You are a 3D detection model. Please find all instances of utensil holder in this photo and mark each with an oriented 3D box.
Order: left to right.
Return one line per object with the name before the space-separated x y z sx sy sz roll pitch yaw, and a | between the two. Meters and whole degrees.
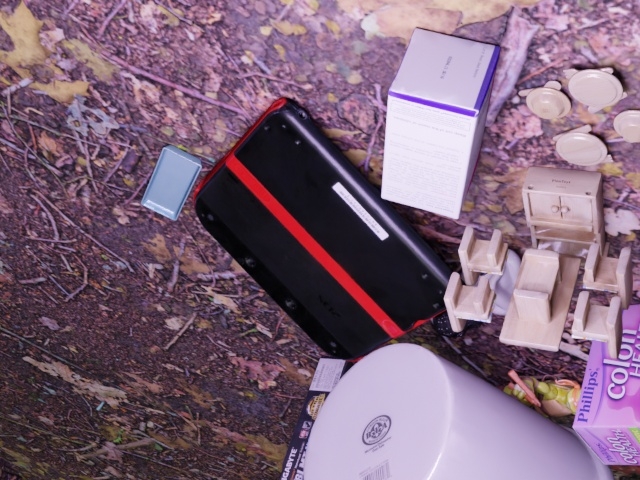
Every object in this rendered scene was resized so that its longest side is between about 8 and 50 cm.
utensil holder | 0.213 0.370 1.683 0.385 0.327 0.328 34 147 -31

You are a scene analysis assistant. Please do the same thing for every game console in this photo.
game console | 0.000 0.000 1.637 0.386 0.060 0.342 46 140 -4

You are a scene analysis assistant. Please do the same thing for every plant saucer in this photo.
plant saucer | -0.242 -0.094 1.766 0.067 0.018 0.192 27 147 -7

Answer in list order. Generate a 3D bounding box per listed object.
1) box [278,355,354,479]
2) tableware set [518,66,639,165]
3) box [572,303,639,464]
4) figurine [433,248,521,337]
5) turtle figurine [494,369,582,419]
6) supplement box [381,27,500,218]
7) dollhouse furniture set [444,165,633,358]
box | 0.037 0.424 2.105 0.073 0.293 0.295 2 143 30
tableware set | 0.330 -0.151 1.331 0.141 0.020 0.169 -13 135 45
box | 0.515 0.203 1.562 0.243 0.213 0.117 -9 137 41
figurine | 0.241 0.093 1.700 0.215 0.092 0.209 -3 148 34
turtle figurine | 0.383 0.273 1.866 0.269 0.087 0.217 26 156 -22
supplement box | 0.148 -0.142 1.368 0.114 0.111 0.220 15 147 12
dollhouse furniture set | 0.304 0.049 1.433 0.212 0.242 0.161 8 145 23
